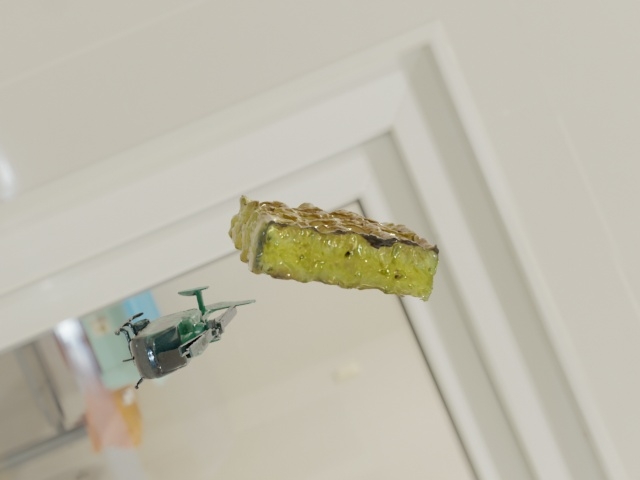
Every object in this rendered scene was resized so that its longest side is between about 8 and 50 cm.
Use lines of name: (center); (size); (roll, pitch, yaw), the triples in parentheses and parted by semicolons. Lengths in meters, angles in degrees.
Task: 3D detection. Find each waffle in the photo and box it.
waffle: (0.000, 0.000, 1.341); (0.211, 0.160, 0.055); (-141, -119, -73)

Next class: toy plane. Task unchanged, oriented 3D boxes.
toy plane: (-0.132, 0.087, 1.438); (0.235, 0.096, 0.060); (-48, 119, -76)
